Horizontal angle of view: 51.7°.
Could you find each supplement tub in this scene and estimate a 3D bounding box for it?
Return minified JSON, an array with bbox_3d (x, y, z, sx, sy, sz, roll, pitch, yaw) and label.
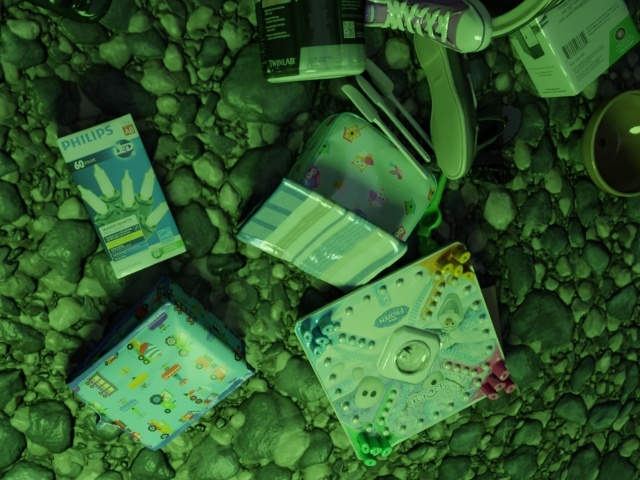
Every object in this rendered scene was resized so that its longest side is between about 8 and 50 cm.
[{"bbox_3d":[-0.024,-0.447,1.168,0.193,0.193,0.316,-9,103,-18],"label":"supplement tub"}]

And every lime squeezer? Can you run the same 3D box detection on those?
[{"bbox_3d":[0.258,-0.023,1.418,0.109,0.059,0.311,-9,101,-18],"label":"lime squeezer"}]

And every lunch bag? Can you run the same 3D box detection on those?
[{"bbox_3d":[-0.308,0.252,1.232,0.293,0.138,0.221,-44,113,2],"label":"lunch bag"},{"bbox_3d":[0.072,-0.105,1.308,0.279,0.108,0.224,33,88,-22],"label":"lunch bag"}]

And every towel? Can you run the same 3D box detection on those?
[{"bbox_3d":[0.000,0.000,1.267,0.285,0.209,0.034,28,48,-20],"label":"towel"}]

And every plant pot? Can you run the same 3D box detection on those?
[{"bbox_3d":[0.676,-0.222,1.507,0.237,0.109,0.238,-4,101,-20],"label":"plant pot"}]

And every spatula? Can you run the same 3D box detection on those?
[{"bbox_3d":[0.148,-0.240,1.295,0.242,0.168,0.019,46,125,-12],"label":"spatula"}]

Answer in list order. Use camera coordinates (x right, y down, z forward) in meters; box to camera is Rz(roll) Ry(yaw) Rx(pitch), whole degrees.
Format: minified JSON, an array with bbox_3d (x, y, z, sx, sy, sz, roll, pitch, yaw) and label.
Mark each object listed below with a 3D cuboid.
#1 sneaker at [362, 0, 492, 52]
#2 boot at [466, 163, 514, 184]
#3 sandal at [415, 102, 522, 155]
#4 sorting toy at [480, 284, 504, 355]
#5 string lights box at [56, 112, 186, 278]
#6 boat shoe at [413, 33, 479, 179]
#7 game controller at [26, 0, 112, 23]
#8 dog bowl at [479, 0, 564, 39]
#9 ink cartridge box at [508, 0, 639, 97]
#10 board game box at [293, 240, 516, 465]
[{"bbox_3d":[0.167,-0.404,1.206,0.161,0.282,0.102,-25,136,-29],"label":"sneaker"},{"bbox_3d":[0.379,-0.141,1.417,0.121,0.099,0.045,3,100,-20],"label":"boot"},{"bbox_3d":[0.327,-0.228,1.408,0.254,0.054,0.097,-17,105,-16],"label":"sandal"},{"bbox_3d":[0.321,0.214,1.495,0.208,0.038,0.193,-16,104,-21],"label":"sorting toy"},{"bbox_3d":[-0.351,-0.080,1.174,0.133,0.077,0.260,-23,106,-14],"label":"string lights box"},{"bbox_3d":[0.272,-0.291,1.319,0.095,0.112,0.335,-8,84,-26],"label":"boat shoe"},{"bbox_3d":[-0.396,-0.533,1.098,0.166,0.067,0.319,19,92,-7],"label":"game controller"},{"bbox_3d":[0.330,-0.578,1.182,0.150,0.408,0.408,-20,106,-36],"label":"dog bowl"},{"bbox_3d":[0.510,-0.483,1.394,0.211,0.121,0.289,-39,110,-10],"label":"ink cartridge box"},{"bbox_3d":[0.193,0.250,1.392,0.389,0.050,0.390,-26,113,-5],"label":"board game box"}]
